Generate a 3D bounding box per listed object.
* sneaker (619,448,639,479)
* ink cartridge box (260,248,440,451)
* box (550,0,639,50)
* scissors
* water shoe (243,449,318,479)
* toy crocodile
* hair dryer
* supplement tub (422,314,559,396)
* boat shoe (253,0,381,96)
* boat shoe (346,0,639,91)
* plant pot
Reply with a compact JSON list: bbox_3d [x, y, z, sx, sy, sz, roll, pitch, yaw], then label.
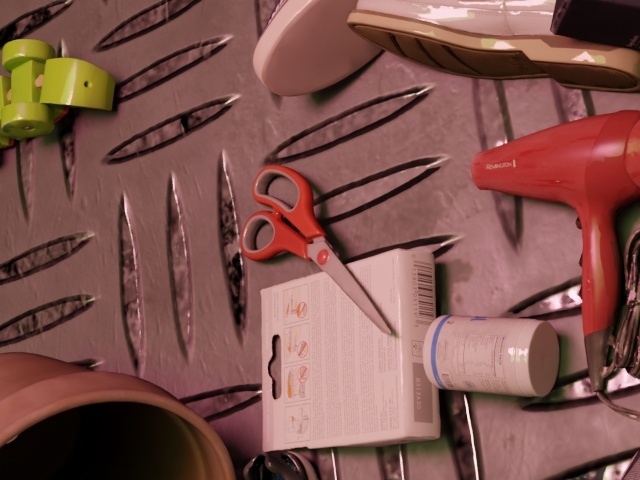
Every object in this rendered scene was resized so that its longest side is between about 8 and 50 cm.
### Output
[{"bbox_3d":[0.236,0.259,0.896,0.101,0.153,0.268,20,90,37],"label":"sneaker"},{"bbox_3d":[0.025,0.118,1.163,0.225,0.056,0.180,-20,66,51],"label":"ink cartridge box"},{"bbox_3d":[0.307,-0.235,0.948,0.207,0.108,0.153,10,84,4],"label":"box"},{"bbox_3d":[0.000,0.000,1.170,0.297,0.021,0.109,28,96,54],"label":"scissors"},{"bbox_3d":[-0.034,0.305,1.123,0.073,0.080,0.203,-28,63,27],"label":"water shoe"},{"bbox_3d":[-0.407,-0.169,1.512,0.341,0.105,0.115,-17,69,36],"label":"toy crocodile"},{"bbox_3d":[0.241,-0.006,1.009,0.223,0.080,0.293,-53,54,13],"label":"hair dryer"},{"bbox_3d":[0.153,0.104,1.048,0.107,0.071,0.071,0,78,35],"label":"supplement tub"},{"bbox_3d":[0.039,-0.312,1.219,0.340,0.127,0.158,-43,51,10],"label":"boat shoe"},{"bbox_3d":[0.173,-0.214,1.100,0.302,0.113,0.103,14,85,27],"label":"boat shoe"},{"bbox_3d":[-0.289,0.251,1.208,0.280,0.323,0.323,31,97,53],"label":"plant pot"}]
